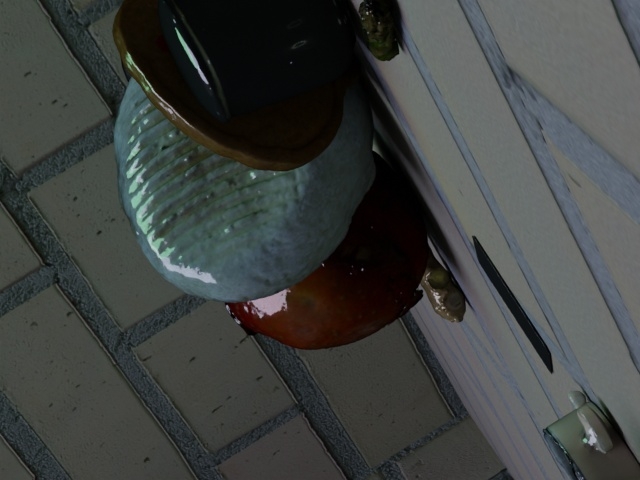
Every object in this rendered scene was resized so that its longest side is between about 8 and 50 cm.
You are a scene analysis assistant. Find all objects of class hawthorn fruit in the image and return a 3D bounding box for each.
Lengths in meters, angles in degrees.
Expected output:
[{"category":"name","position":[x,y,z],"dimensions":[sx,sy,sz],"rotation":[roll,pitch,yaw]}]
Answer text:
[{"category":"hawthorn fruit","position":[-0.003,0.013,2.229],"dimensions":[0.316,0.316,0.316],"rotation":[59,179,2]}]

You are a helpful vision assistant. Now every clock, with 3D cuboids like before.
[{"category":"clock","position":[0.280,0.237,1.632],"dimensions":[0.155,0.063,0.229],"rotation":[57,177,42]}]

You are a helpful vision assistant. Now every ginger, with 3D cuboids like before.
[{"category":"ginger","position":[0.156,0.043,2.359],"dimensions":[0.173,0.051,0.069],"rotation":[57,176,-19]}]

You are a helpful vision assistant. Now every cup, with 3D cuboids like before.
[{"category":"cup","position":[-0.077,-0.232,1.702],"dimensions":[0.223,0.176,0.169],"rotation":[56,175,39]}]

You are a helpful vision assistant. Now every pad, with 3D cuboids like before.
[{"category":"pad","position":[0.210,0.071,1.805],"dimensions":[0.157,0.003,0.112],"rotation":[59,180,19]}]

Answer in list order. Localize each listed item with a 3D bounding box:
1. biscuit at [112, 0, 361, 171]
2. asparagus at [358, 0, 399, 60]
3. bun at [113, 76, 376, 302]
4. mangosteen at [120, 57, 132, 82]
[{"category":"biscuit","position":[-0.086,-0.206,1.818],"dimensions":[0.273,0.257,0.049],"rotation":[37,143,-5]},{"category":"asparagus","position":[0.049,-0.182,1.395],"dimensions":[0.165,0.030,0.036],"rotation":[60,-154,-80]},{"category":"bun","position":[-0.087,-0.098,2.005],"dimensions":[0.362,0.362,0.211],"rotation":[58,-164,24]},{"category":"mangosteen","position":[-0.141,-0.285,2.240],"dimensions":[0.287,0.287,0.233],"rotation":[59,140,15]}]
